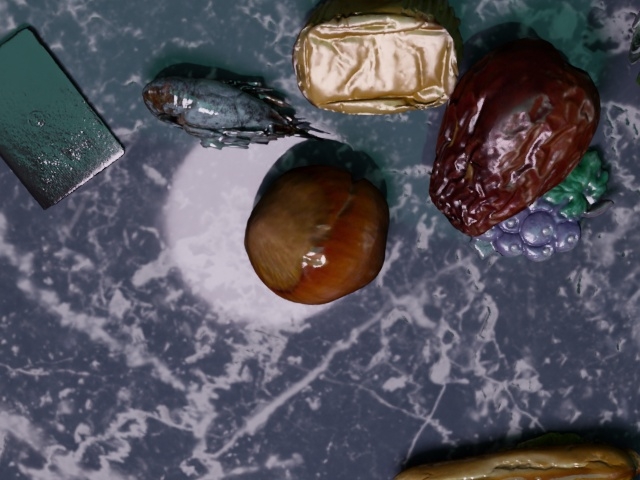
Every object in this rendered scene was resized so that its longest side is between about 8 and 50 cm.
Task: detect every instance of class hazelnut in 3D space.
[{"bbox_3d":[0.000,0.000,1.378,0.182,0.182,0.182,0,107,2],"label":"hazelnut"}]

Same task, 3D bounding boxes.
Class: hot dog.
[{"bbox_3d":[0.258,0.327,1.508,0.337,0.100,0.135,-11,115,6],"label":"hot dog"}]

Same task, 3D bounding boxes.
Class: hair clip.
[{"bbox_3d":[0.273,-0.039,1.423,0.195,0.052,0.124,-37,92,7],"label":"hair clip"}]

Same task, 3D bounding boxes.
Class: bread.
[{"bbox_3d":[0.069,-0.219,1.338,0.191,0.114,0.132,2,117,10],"label":"bread"}]

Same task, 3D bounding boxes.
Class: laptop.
[{"bbox_3d":[-0.350,-0.149,1.421,0.135,0.016,0.197,-33,105,10],"label":"laptop"}]

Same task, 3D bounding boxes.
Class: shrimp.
[{"bbox_3d":[-0.100,-0.147,1.385,0.233,0.079,0.090,15,69,-8],"label":"shrimp"}]

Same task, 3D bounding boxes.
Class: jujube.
[{"bbox_3d":[0.216,-0.118,1.340,0.168,0.168,0.236,31,107,-8],"label":"jujube"}]

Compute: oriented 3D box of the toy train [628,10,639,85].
[{"bbox_3d":[0.466,-0.257,1.242,0.173,0.249,0.307,26,107,-4],"label":"toy train"}]
